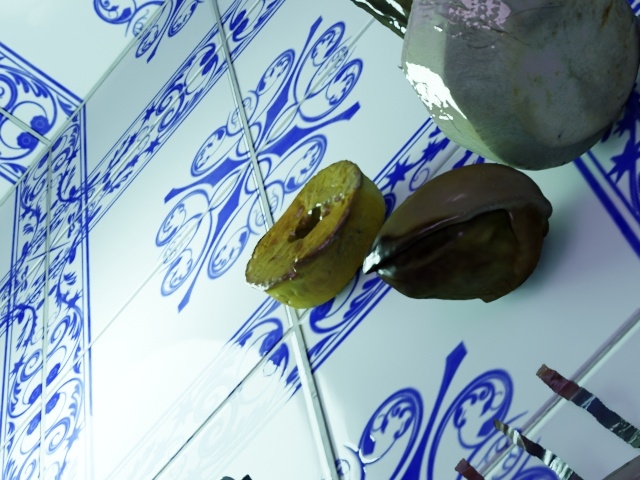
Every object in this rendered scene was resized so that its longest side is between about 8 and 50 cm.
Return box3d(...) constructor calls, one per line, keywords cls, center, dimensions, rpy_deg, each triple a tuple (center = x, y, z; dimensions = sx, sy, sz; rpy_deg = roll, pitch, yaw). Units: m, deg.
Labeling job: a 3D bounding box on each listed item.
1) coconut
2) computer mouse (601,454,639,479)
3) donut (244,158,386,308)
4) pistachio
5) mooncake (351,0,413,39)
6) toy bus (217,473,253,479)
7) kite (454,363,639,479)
box3d(cls="coconut", center=(0.188, -0.191, 1.599), dimensions=(0.227, 0.227, 0.230), rpy_deg=(-55, 29, -2))
box3d(cls="computer mouse", center=(0.154, 0.299, 1.008), dimensions=(0.115, 0.199, 0.389), rpy_deg=(17, 83, 22))
box3d(cls="donut", center=(0.001, 0.000, 1.891), dimensions=(0.190, 0.074, 0.174), rpy_deg=(-57, 21, -17))
box3d(cls="pistachio", center=(0.130, 0.001, 1.569), dimensions=(0.210, 0.165, 0.130), rpy_deg=(-17, 80, 38))
box3d(cls="mooncake", center=(0.112, -0.310, 1.833), dimensions=(0.161, 0.290, 0.290), rpy_deg=(-56, 22, 8))
box3d(cls="toy bus", center=(-0.113, 0.283, 1.481), dimensions=(0.160, 0.092, 0.079), rpy_deg=(-33, 1, 42))
box3d(cls="kite", center=(0.220, 0.202, 1.242), dimensions=(0.204, 0.022, 0.360), rpy_deg=(-53, 26, 4))
